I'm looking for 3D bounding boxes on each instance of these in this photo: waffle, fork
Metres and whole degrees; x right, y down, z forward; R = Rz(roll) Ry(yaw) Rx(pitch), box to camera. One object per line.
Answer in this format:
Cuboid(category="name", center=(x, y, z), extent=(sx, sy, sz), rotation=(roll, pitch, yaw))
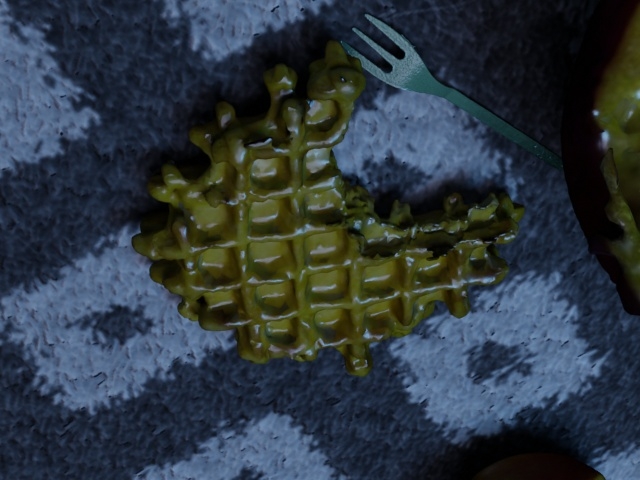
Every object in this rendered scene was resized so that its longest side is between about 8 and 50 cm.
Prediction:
Cuboid(category="waffle", center=(0.000, 0.000, 1.444), extent=(0.260, 0.069, 0.293), rotation=(-39, 127, 21))
Cuboid(category="fork", center=(0.113, -0.102, 1.425), extent=(0.235, 0.021, 0.039), rotation=(29, 119, -32))

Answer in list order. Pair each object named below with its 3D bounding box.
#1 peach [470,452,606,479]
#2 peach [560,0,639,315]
Cuboid(category="peach", center=(0.203, 0.284, 1.656), extent=(0.192, 0.190, 0.190), rotation=(14, 124, -10))
Cuboid(category="peach", center=(0.367, -0.043, 1.291), extent=(0.353, 0.416, 0.339), rotation=(28, 110, -31))
